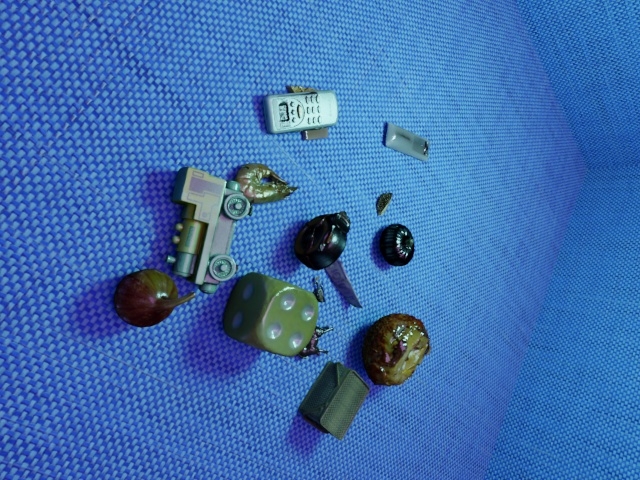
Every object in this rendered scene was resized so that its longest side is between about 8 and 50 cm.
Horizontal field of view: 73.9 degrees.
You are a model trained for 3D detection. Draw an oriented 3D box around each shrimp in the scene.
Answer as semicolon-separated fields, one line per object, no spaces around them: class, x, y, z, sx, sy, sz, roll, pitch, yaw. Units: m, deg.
shrimp;-0.186;-0.197;1.503;0.267;0.061;0.145;0;83;-37

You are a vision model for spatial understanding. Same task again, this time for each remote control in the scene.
remote control;-0.064;-0.470;1.556;0.297;0.056;0.140;-15;112;-28
remote control;0.418;-0.459;1.985;0.313;0.055;0.109;9;87;-40

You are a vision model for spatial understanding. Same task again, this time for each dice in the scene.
dice;-0.164;0.249;1.435;0.238;0.227;0.233;27;77;-39

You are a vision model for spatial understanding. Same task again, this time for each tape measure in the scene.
tape measure;0.000;0.000;1.571;0.135;0.202;0.222;42;52;-31

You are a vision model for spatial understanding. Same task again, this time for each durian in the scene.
durian;0.284;-0.171;1.911;0.130;0.052;0.066;-58;163;-18

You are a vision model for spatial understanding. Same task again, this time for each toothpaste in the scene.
toothpaste;0.084;0.156;1.737;0.300;0.075;0.048;62;34;-20

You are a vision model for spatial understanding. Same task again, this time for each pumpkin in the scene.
pumpkin;0.344;0.021;1.899;0.194;0.150;0.194;7;90;-72

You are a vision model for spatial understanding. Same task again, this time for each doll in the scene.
doll;-0.037;0.394;1.658;0.165;0.057;0.138;16;85;-34

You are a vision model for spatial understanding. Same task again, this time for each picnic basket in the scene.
picnic basket;0.059;0.629;1.692;0.266;0.139;0.165;-53;122;-25

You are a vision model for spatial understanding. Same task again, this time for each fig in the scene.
fig;-0.472;0.167;1.188;0.175;0.207;0.174;-15;112;-41

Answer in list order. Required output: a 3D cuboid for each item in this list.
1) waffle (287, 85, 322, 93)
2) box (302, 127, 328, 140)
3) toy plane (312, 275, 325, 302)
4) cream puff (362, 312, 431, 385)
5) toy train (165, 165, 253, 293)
waffle;-0.034;-0.579;1.627;0.191;0.032;0.125;-47;117;-30
box;-0.020;-0.416;1.646;0.115;0.025;0.047;-19;109;-37
toy plane;-0.006;0.201;1.687;0.049;0.031;0.120;-27;111;-41
cream puff;0.307;0.454;1.830;0.351;0.229;0.350;-27;133;-33
toy train;-0.359;-0.023;1.318;0.237;0.150;0.368;15;83;-31
